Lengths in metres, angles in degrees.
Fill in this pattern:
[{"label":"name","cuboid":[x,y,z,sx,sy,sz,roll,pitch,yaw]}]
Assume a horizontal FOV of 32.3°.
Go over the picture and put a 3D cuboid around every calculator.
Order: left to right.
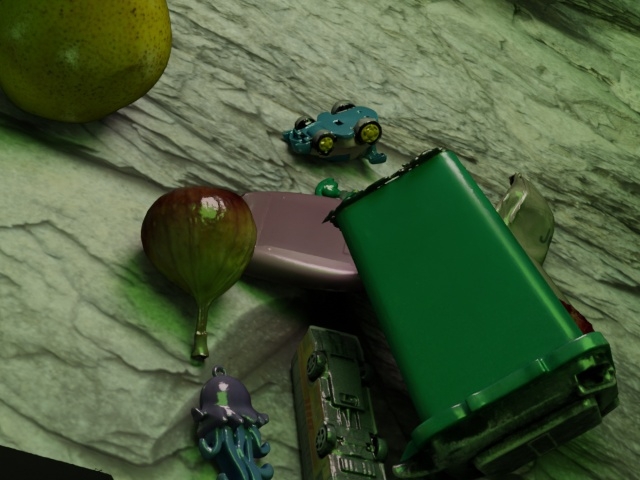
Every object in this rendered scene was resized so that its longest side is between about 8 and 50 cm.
[{"label":"calculator","cuboid":[0.000,-0.001,1.643,0.294,0.043,0.194,9,39,4]}]

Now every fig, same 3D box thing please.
[{"label":"fig","cuboid":[-0.157,0.038,1.517,0.143,0.160,0.231,-17,92,-77]}]

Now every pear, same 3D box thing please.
[{"label":"pear","cuboid":[-0.361,-0.325,1.637,0.294,0.294,0.294,18,40,-16]}]

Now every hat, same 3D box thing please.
[{"label":"hat","cuboid":[0.364,0.016,1.794,0.244,0.149,0.214,39,-2,16]}]

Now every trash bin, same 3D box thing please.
[{"label":"trash bin","cuboid":[0.174,0.106,1.425,0.381,0.295,0.259,63,7,24]}]

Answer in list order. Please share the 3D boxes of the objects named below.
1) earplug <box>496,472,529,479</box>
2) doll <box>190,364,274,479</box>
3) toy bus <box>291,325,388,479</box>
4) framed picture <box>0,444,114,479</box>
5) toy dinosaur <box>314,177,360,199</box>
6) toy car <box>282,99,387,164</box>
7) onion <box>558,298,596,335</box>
[{"label":"earplug","cuboid":[0.329,0.434,1.366,0.301,0.172,0.172,30,38,-9]},{"label":"doll","cuboid":[-0.107,0.247,1.359,0.110,0.067,0.206,14,50,-42]},{"label":"toy bus","cuboid":[0.019,0.231,1.420,0.092,0.106,0.268,14,39,-21]},{"label":"framed picture","cuboid":[-0.265,0.300,1.077,0.255,0.014,0.338,54,11,35]},{"label":"toy dinosaur","cuboid":[0.035,-0.057,1.795,0.096,0.059,0.132,17,31,-4]},{"label":"toy car","cuboid":[0.028,-0.166,1.893,0.161,0.098,0.126,-23,29,-15]},{"label":"onion","cuboid":[0.341,0.165,1.600,0.140,0.218,0.195,17,65,-5]}]
